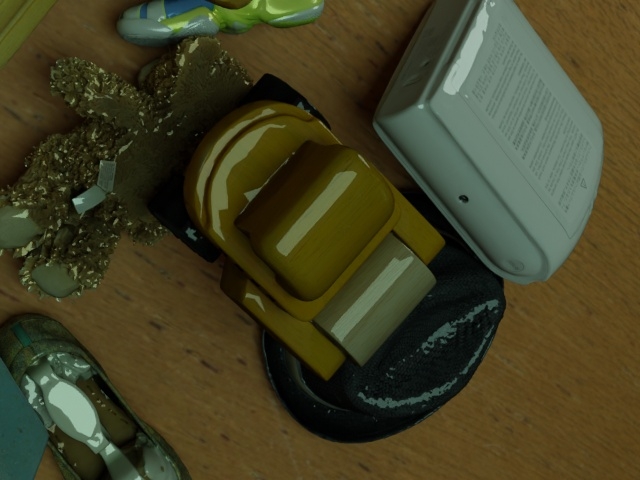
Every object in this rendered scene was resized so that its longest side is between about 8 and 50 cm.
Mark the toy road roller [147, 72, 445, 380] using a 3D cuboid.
[{"bbox_3d":[0.000,0.000,1.594,0.202,0.240,0.329,-48,116,-7],"label":"toy road roller"}]

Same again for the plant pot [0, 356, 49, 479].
[{"bbox_3d":[-0.432,0.203,1.576,0.252,0.248,0.247,-39,116,-23],"label":"plant pot"}]

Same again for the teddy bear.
[{"bbox_3d":[-0.223,-0.086,1.660,0.245,0.113,0.338,30,91,-36],"label":"teddy bear"}]

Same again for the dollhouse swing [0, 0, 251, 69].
[{"bbox_3d":[-0.241,-0.266,1.445,0.305,0.315,0.347,-63,155,-2],"label":"dollhouse swing"}]

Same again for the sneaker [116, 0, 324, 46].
[{"bbox_3d":[-0.116,-0.284,1.687,0.240,0.091,0.126,-11,93,-27],"label":"sneaker"}]

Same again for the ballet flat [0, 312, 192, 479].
[{"bbox_3d":[-0.243,0.229,1.730,0.123,0.123,0.348,-39,116,-11],"label":"ballet flat"}]

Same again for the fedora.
[{"bbox_3d":[0.104,0.108,1.838,0.334,0.152,0.334,-6,106,-23],"label":"fedora"}]

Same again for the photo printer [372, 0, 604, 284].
[{"bbox_3d":[0.213,-0.119,1.806,0.307,0.107,0.256,48,49,-27],"label":"photo printer"}]
